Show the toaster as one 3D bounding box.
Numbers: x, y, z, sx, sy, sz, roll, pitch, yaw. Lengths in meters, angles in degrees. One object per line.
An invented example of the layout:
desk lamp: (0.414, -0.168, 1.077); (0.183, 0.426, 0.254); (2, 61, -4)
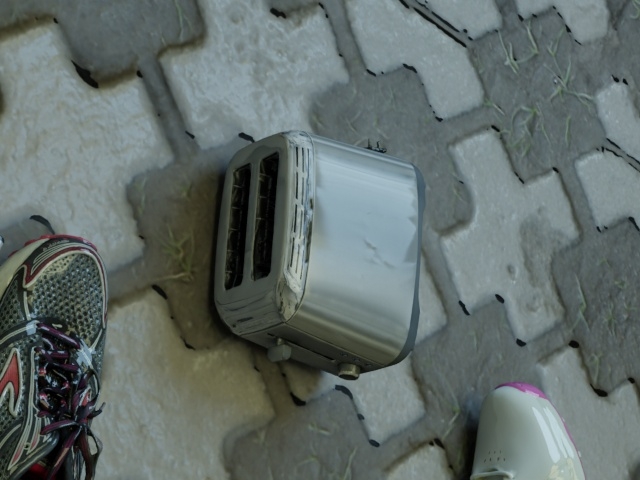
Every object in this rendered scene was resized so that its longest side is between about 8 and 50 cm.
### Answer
toaster: (0.000, 0.000, 1.612); (0.146, 0.129, 0.227); (18, 69, -35)

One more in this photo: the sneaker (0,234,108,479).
sneaker: (-0.205, 0.135, 1.404); (0.121, 0.112, 0.299); (26, 61, -34)

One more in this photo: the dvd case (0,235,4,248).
dvd case: (-0.350, 0.047, 1.358); (0.180, 0.022, 0.253); (41, 55, -27)

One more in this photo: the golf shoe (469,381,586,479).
golf shoe: (0.167, 0.277, 1.699); (0.140, 0.115, 0.306); (5, 74, -37)
